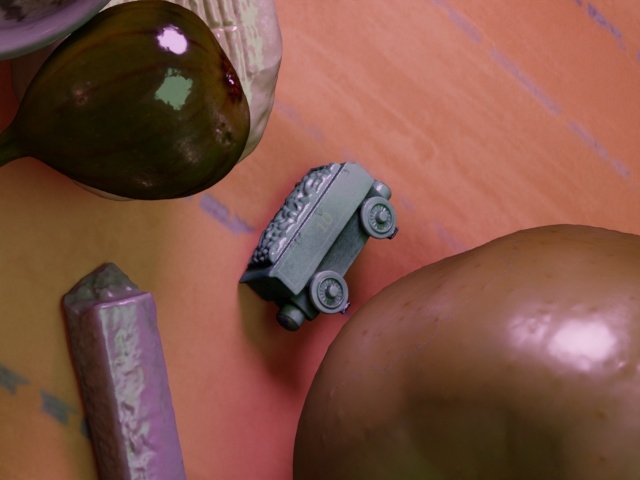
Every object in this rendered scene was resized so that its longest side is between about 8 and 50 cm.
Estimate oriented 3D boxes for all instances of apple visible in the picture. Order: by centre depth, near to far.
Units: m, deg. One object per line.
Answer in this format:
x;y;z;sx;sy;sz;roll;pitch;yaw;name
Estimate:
0.214;0.200;1.704;0.473;0.473;0.474;0;90;-41;apple

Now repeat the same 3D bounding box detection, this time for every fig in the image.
-0.186;-0.087;1.453;0.151;0.259;0.151;-17;90;-81;fig

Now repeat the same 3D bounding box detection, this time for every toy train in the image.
0.000;0.000;1.763;0.099;0.070;0.172;45;61;-20;toy train

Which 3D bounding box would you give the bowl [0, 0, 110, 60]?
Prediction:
-0.248;-0.277;1.459;0.146;0.289;0.289;-56;146;-84;bowl

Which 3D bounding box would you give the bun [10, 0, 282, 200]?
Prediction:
-0.143;-0.141;1.585;0.229;0.145;0.229;1;86;-16;bun

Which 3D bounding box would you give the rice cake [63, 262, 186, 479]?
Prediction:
-0.149;0.201;1.637;0.072;0.056;0.365;-15;100;-42;rice cake
